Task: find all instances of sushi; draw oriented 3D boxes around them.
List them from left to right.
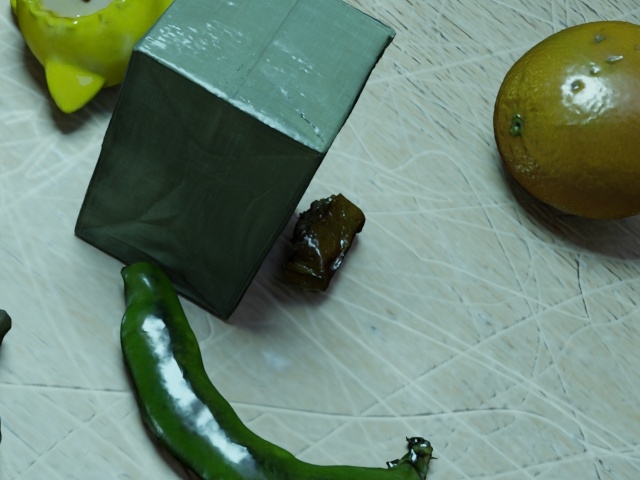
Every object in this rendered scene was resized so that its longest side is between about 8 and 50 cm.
[{"bbox_3d":[0.000,0.000,0.954,0.055,0.052,0.120,32,50,-2],"label":"sushi"}]

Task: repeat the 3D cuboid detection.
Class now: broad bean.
[{"bbox_3d":[-0.050,0.135,0.847,0.292,0.049,0.144,33,44,-5],"label":"broad bean"}]

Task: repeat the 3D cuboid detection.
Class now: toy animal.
[{"bbox_3d":[-0.147,-0.202,0.975,0.230,0.156,0.156,-17,67,-22],"label":"toy animal"}]

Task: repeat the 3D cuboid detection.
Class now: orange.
[{"bbox_3d":[0.266,-0.115,1.075,0.206,0.206,0.206,13,54,-18],"label":"orange"}]

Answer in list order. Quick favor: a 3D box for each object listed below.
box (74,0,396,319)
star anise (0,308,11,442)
[{"bbox_3d":[-0.074,-0.082,0.858,0.155,0.231,0.149,30,51,-4],"label":"box"},{"bbox_3d":[-0.303,0.095,0.717,0.214,0.099,0.220,21,51,-24],"label":"star anise"}]
